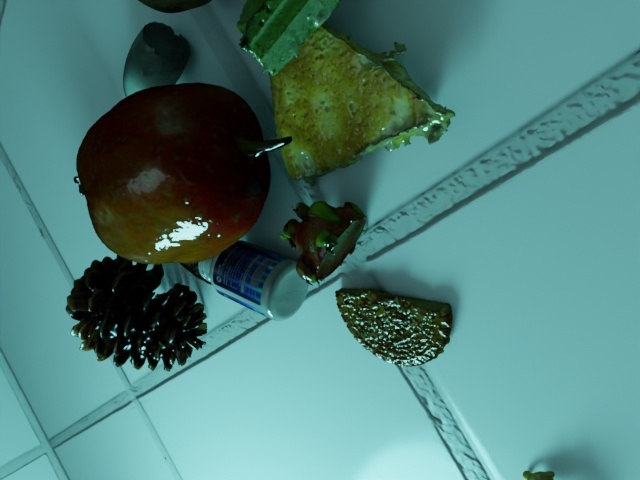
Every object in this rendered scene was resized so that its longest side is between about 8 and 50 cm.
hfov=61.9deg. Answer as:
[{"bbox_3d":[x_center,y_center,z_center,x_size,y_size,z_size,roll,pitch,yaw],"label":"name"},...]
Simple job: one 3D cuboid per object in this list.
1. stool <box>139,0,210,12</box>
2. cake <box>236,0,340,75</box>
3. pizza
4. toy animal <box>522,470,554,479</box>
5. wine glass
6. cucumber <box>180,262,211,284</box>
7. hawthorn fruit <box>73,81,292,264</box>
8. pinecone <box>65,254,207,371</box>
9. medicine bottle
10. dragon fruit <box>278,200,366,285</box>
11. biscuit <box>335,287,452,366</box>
[{"bbox_3d":[-0.137,-0.412,0.700,0.264,0.179,0.179,8,112,39],"label":"stool"},{"bbox_3d":[-0.024,-0.312,0.622,0.099,0.100,0.235,42,94,30],"label":"cake"},{"bbox_3d":[0.049,-0.175,0.716,0.288,0.075,0.279,23,125,31],"label":"pizza"},{"bbox_3d":[0.307,0.363,0.723,0.081,0.061,0.083,8,118,66],"label":"toy animal"},{"bbox_3d":[-0.285,-0.213,1.017,0.264,0.096,0.309,43,134,-11],"label":"wine glass"},{"bbox_3d":[-0.269,0.025,1.091,0.215,0.052,0.058,40,94,20],"label":"cucumber"},{"bbox_3d":[-0.188,-0.108,0.820,0.369,0.285,0.284,-15,97,32],"label":"hawthorn fruit"},{"bbox_3d":[-0.367,0.155,1.117,0.292,0.246,0.246,17,120,14],"label":"pinecone"},{"bbox_3d":[-0.122,0.061,0.936,0.192,0.107,0.106,19,119,35],"label":"medicine bottle"},{"bbox_3d":[0.000,0.000,0.785,0.175,0.138,0.142,31,149,42],"label":"dragon fruit"},{"bbox_3d":[0.109,0.136,0.820,0.206,0.025,0.125,5,111,40],"label":"biscuit"}]
